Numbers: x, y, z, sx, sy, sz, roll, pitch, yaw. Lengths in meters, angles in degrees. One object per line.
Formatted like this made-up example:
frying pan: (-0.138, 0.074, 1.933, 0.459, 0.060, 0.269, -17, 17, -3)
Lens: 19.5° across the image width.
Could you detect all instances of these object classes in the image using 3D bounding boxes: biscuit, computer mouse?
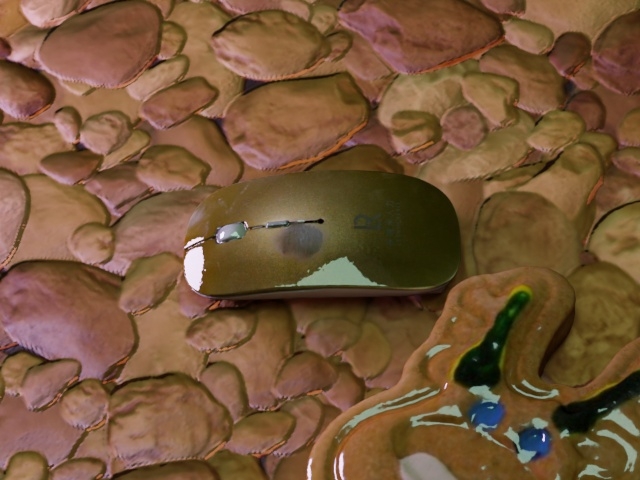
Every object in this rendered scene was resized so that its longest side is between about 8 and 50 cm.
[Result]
biscuit: (0.101, 0.157, 1.206, 0.202, 0.047, 0.334, 33, 66, 23)
computer mouse: (0.000, -0.001, 1.319, 0.199, 0.045, 0.102, -1, 54, 4)
